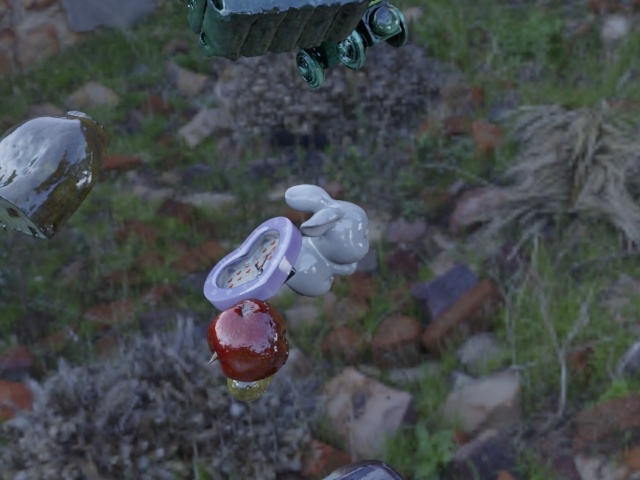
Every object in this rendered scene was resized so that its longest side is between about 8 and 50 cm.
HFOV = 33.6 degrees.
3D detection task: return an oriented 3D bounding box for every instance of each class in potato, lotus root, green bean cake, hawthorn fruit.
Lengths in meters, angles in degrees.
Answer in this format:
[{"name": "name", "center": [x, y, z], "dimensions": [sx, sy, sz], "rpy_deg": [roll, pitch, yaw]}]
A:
[{"name": "potato", "center": [-0.133, 0.253, 2.096], "dimensions": [0.092, 0.070, 0.138], "rpy_deg": [20, 74, 18]}, {"name": "lotus root", "center": [-0.534, -0.150, 2.037], "dimensions": [0.267, 0.149, 0.260], "rpy_deg": [12, 58, 49]}, {"name": "green bean cake", "center": [-0.058, -0.304, 1.177], "dimensions": [0.208, 0.107, 0.193], "rpy_deg": [-13, 67, -22]}, {"name": "hawthorn fruit", "center": [-0.079, 0.108, 1.116], "dimensions": [0.093, 0.093, 0.093], "rpy_deg": [-5, 24, 2]}]

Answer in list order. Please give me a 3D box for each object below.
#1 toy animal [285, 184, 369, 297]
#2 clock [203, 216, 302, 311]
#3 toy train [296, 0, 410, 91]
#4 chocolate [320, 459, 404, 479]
[{"name": "toy animal", "center": [-0.007, 0.004, 2.011], "dimensions": [0.179, 0.193, 0.127], "rpy_deg": [16, 33, -29]}, {"name": "clock", "center": [-0.103, 0.056, 1.828], "dimensions": [0.198, 0.064, 0.172], "rpy_deg": [-43, 30, 0]}, {"name": "toy train", "center": [0.018, -0.304, 1.436], "dimensions": [0.105, 0.157, 0.253], "rpy_deg": [-29, 8, -20]}, {"name": "chocolate", "center": [0.035, 0.450, 1.434], "dimensions": [0.186, 0.283, 0.284], "rpy_deg": [-21, 28, -26]}]
